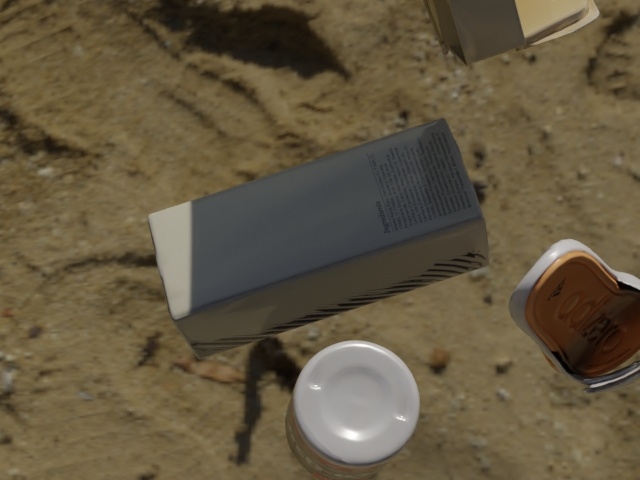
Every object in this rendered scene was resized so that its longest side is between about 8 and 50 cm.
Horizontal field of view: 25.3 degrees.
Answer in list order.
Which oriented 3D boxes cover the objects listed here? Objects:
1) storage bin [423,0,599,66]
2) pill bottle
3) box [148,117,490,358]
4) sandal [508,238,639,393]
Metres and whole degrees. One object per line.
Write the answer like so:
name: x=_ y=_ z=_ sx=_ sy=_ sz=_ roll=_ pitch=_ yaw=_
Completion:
storage bin: x=0.098 y=-0.308 z=1.055 sx=0.260 sy=0.123 sz=0.262 roll=-103 pitch=173 yaw=-48
pill bottle: x=0.035 y=0.237 z=1.890 sx=0.161 sy=0.283 sz=0.161 roll=1 pitch=74 yaw=-4
box: x=0.000 y=0.000 z=1.230 sx=0.094 sy=0.275 sz=0.113 roll=68 pitch=5 yaw=-61
sandal: x=0.221 y=0.075 z=1.105 sx=0.102 sy=0.076 sz=0.265 roll=-50 pitch=150 yaw=8
